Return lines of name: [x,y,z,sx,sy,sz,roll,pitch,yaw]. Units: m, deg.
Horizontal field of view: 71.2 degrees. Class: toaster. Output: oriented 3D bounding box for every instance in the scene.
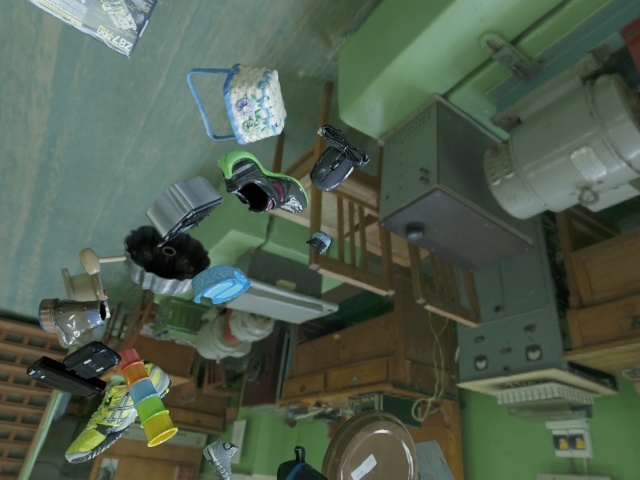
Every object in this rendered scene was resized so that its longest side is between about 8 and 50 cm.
toaster: [-0.417,-0.094,1.353,0.168,0.185,0.110,-38,91,31]

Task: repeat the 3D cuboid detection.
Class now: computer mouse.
computer mouse: [0.030,-0.247,1.509,0.188,0.072,0.272,37,147,-1]

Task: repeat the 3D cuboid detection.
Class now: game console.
game console: [-0.728,0.396,1.369,0.361,0.044,0.213,-28,128,30]

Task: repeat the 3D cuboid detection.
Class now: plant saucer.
plant saucer: [0.127,0.543,1.041,0.277,0.278,0.041,21,162,-26]

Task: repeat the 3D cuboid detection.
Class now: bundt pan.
bundt pan: [-0.602,0.086,1.725,0.330,0.331,0.124,19,120,-22]

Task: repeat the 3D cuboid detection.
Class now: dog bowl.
dog bowl: [-0.370,0.161,1.660,0.165,0.074,0.297,-31,166,6]

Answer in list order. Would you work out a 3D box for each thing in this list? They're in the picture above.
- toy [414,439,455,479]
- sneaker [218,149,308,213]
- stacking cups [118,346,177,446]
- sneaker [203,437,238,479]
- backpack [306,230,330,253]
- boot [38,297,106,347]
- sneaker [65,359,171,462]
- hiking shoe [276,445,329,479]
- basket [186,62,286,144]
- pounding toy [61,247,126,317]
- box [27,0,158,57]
toy: [0.238,0.654,1.262,0.237,0.137,0.056,-5,116,-7]
sneaker: [-0.229,-0.187,1.810,0.185,0.203,0.482,-19,156,31]
stacking cups: [-0.560,0.485,1.429,0.096,0.316,0.096,-27,155,-14]
sneaker: [-0.388,0.944,1.895,0.086,0.229,0.132,-29,179,44]
backpack: [0.000,0.000,2.351,0.105,0.084,0.114,38,149,-8]
boot: [-0.490,0.176,0.938,0.106,0.082,0.219,-3,156,-9]
sneaker: [-0.703,0.573,1.527,0.145,0.384,0.147,-14,114,49]
hiking shoe: [-0.082,0.447,0.603,0.132,0.304,0.113,15,148,55]
basket: [-0.273,-0.453,1.476,0.288,0.201,0.255,2,138,17]
pounding toy: [-0.557,0.131,1.139,0.154,0.154,0.269,-17,164,-26]
box: [-0.609,-0.715,1.151,0.097,0.318,0.394,34,-170,31]
